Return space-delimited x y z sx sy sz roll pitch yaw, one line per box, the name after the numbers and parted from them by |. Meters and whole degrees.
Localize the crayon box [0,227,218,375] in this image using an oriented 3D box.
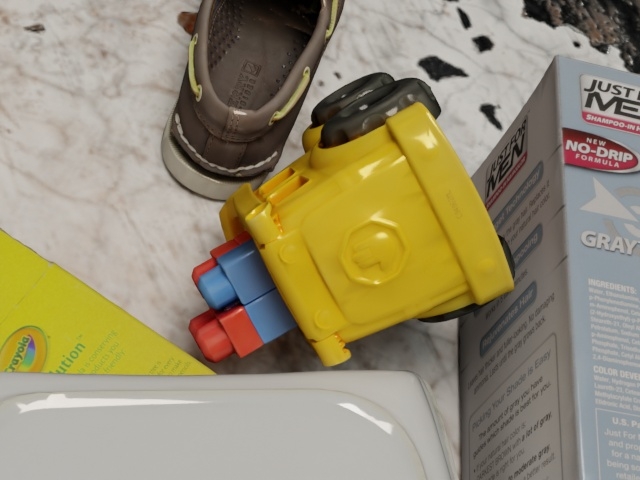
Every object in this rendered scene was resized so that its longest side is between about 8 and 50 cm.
-0.135 0.153 0.850 0.318 0.081 0.202 35 54 2 | crayon box

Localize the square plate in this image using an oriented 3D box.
-0.050 0.197 0.735 0.347 0.049 0.344 2 47 -21 | square plate

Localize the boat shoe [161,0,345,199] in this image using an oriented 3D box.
-0.038 -0.184 1.078 0.116 0.097 0.324 21 56 -7 | boat shoe

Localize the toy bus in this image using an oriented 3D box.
0.000 0.000 0.947 0.211 0.220 0.149 -30 104 -3 | toy bus

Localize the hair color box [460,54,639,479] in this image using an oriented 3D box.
0.176 0.085 0.942 0.113 0.185 0.374 11 58 -13 | hair color box
